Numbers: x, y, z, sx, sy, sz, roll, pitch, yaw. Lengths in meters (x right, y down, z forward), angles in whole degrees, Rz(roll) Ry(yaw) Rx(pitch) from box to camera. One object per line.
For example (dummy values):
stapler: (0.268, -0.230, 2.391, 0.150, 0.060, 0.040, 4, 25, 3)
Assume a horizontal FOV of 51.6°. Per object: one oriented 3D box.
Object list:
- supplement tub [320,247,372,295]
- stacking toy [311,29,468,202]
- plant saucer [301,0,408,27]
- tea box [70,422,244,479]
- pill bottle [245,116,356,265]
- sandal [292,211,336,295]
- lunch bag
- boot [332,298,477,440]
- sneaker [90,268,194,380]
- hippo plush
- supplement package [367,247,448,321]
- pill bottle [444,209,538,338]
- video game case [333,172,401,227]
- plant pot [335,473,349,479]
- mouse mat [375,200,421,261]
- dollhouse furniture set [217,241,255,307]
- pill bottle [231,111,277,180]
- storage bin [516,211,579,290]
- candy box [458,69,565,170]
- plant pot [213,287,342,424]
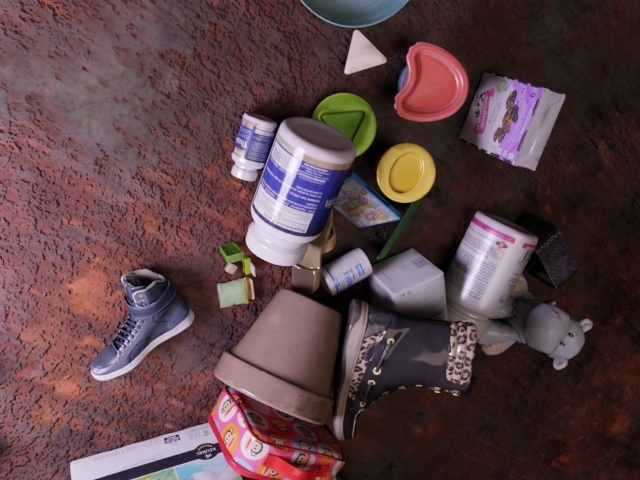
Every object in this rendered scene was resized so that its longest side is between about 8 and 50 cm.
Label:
supplement tub: (0.054, 0.070, 1.476, 0.107, 0.071, 0.071, -29, 124, -12)
stacking toy: (0.135, -0.264, 1.365, 0.279, 0.130, 0.309, 23, 100, -7)
plant saucer: (0.064, -0.553, 1.194, 0.317, 0.043, 0.318, -12, 119, -22)
tea box: (-0.323, 0.596, 1.383, 0.328, 0.323, 0.220, -12, 118, -23)
pill bottle: (-0.047, -0.090, 1.279, 0.153, 0.153, 0.265, 6, 123, -30)
sandal: (-0.006, -0.002, 1.420, 0.079, 0.088, 0.240, -24, 129, -55)
lunch bag: (-0.087, 0.448, 1.472, 0.293, 0.258, 0.120, 27, 98, -34)
boot: (0.175, 0.307, 1.473, 0.284, 0.138, 0.378, 6, 117, -1)
sneaker: (-0.371, 0.155, 1.276, 0.226, 0.086, 0.163, -38, 137, -18)
hippo plush: (0.547, 0.243, 1.716, 0.294, 0.236, 0.234, 35, 95, -35)
supplement package: (0.209, 0.169, 1.564, 0.133, 0.139, 0.244, -21, 123, -16)
pill bottle: (0.392, 0.084, 1.604, 0.160, 0.160, 0.283, 15, 106, -32)
video game case: (0.075, -0.081, 1.393, 0.166, 0.119, 0.015, 37, 57, -35)
plant pot: (-0.027, 0.674, 1.627, 0.293, 0.293, 0.196, -31, 98, -11)
mouse mat: (0.181, -0.035, 1.466, 0.007, 0.152, 0.190, 34, 98, 10)
dollhouse furniture set: (-0.173, 0.082, 1.371, 0.076, 0.058, 0.152, -14, 119, -21)
pill bottle: (-0.130, -0.178, 1.260, 0.067, 0.067, 0.120, 9, 109, -31)
storage bin: (0.568, 0.028, 1.692, 0.084, 0.122, 0.180, -41, 125, -3)
candy box: (0.404, -0.261, 1.418, 0.070, 0.196, 0.165, 8, 110, -30)
plant pot: (-0.063, 0.233, 1.407, 0.263, 0.263, 0.229, 30, 81, -35)
